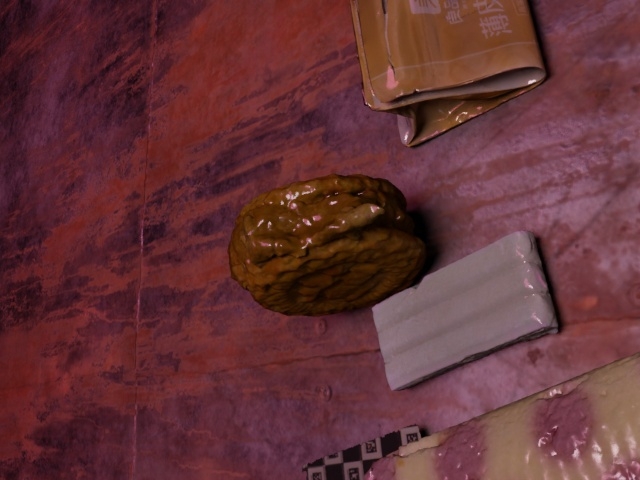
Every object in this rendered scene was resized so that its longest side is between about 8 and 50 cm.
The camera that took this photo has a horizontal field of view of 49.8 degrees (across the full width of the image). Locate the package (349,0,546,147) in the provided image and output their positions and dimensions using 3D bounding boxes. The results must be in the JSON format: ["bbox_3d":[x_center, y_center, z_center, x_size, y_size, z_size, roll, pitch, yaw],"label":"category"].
[{"bbox_3d":[0.118,-0.305,0.850,0.221,0.165,0.311,-23,66,41],"label":"package"}]

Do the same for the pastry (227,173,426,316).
[{"bbox_3d":[0.000,0.000,0.853,0.240,0.235,0.132,-22,60,19],"label":"pastry"}]

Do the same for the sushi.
[{"bbox_3d":[0.068,0.322,0.857,0.201,0.031,0.139,-31,60,34],"label":"sushi"}]

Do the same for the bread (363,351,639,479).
[{"bbox_3d":[0.215,0.219,0.619,0.338,0.187,0.155,-36,53,34],"label":"bread"}]

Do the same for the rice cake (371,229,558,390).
[{"bbox_3d":[0.160,0.085,0.805,0.237,0.043,0.127,-30,61,37],"label":"rice cake"}]
